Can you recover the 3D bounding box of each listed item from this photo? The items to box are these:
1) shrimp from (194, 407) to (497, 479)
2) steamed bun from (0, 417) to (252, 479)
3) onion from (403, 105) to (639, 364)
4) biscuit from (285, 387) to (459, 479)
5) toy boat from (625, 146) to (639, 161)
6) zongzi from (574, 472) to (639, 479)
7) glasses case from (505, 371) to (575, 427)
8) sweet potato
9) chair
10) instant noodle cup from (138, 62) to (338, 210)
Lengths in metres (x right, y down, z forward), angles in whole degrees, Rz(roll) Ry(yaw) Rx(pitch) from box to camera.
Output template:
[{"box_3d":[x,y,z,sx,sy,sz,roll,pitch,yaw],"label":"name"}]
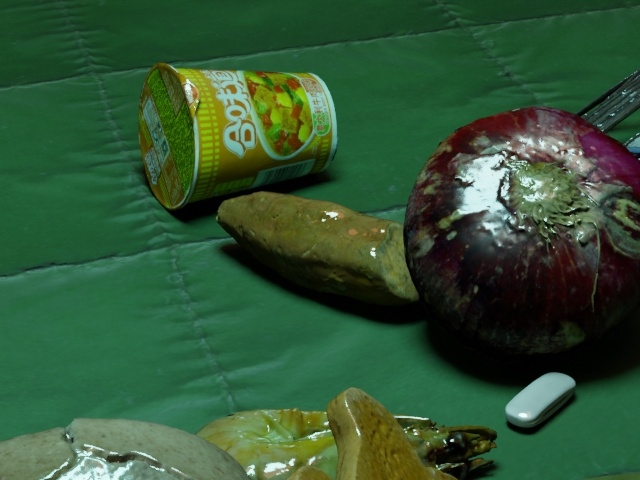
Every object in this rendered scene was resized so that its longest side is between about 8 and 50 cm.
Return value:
[{"box_3d":[0.017,0.175,1.377,0.267,0.061,0.145,-7,20,-5],"label":"shrimp"},{"box_3d":[-0.151,0.240,1.115,0.301,0.199,0.251,-9,31,-16],"label":"steamed bun"},{"box_3d":[0.197,-0.001,1.548,0.246,0.190,0.246,-3,58,4],"label":"onion"},{"box_3d":[0.042,0.232,1.159,0.049,0.205,0.324,-39,15,21],"label":"biscuit"},{"box_3d":[0.362,-0.027,1.673,0.309,0.129,0.142,14,4,26],"label":"toy boat"},{"box_3d":[0.262,0.200,1.218,0.300,0.145,0.274,25,34,31],"label":"zongzi"},{"box_3d":[0.195,0.141,1.464,0.032,0.021,0.083,18,34,35],"label":"glasses case"},{"box_3d":[0.000,0.000,1.655,0.251,0.097,0.097,21,36,32],"label":"sweet potato"},{"box_3d":[0.416,-0.141,1.875,0.326,0.183,0.176,-43,25,18],"label":"chair"},{"box_3d":[-0.087,-0.124,1.832,0.185,0.168,0.168,-8,29,-27],"label":"instant noodle cup"}]
